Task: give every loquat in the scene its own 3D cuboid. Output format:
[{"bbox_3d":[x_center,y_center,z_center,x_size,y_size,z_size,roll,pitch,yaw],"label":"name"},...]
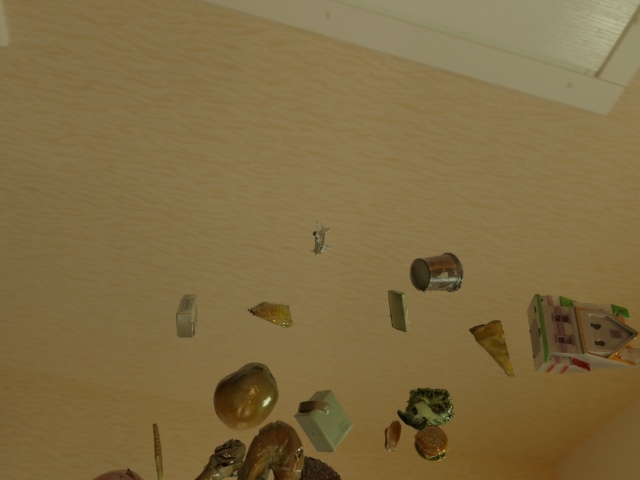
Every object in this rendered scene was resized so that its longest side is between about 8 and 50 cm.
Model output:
[{"bbox_3d":[-0.314,0.675,1.808,0.284,0.276,0.276,-34,-172,0],"label":"loquat"}]

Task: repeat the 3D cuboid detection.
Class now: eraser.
[{"bbox_3d":[-0.655,0.366,2.060,0.279,0.081,0.124,-137,-132,-73],"label":"eraser"}]

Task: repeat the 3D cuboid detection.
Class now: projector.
[{"bbox_3d":[0.011,0.820,1.927,0.163,0.242,0.177,-31,-177,45],"label":"projector"}]

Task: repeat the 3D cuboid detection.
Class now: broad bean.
[{"bbox_3d":[0.416,0.813,1.881,0.195,0.046,0.061,-15,-115,60],"label":"broad bean"}]

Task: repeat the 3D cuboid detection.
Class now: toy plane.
[{"bbox_3d":[0.000,0.000,1.832,0.162,0.066,0.171,61,39,-40],"label":"toy plane"}]

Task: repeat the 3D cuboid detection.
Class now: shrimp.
[{"bbox_3d":[-0.131,0.554,0.961,0.267,0.145,0.061,-57,153,-15],"label":"shrimp"}]

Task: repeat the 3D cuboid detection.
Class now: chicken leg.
[{"bbox_3d":[-0.281,0.626,1.133,0.196,0.080,0.125,-17,118,-44],"label":"chicken leg"}]

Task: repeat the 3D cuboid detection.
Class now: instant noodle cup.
[{"bbox_3d":[0.605,0.175,2.209,0.217,0.207,0.217,179,-90,-65],"label":"instant noodle cup"}]

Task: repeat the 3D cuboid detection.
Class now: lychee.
[{"bbox_3d":[-0.047,0.916,1.522,0.267,0.268,0.267,-167,-90,-84],"label":"lychee"}]

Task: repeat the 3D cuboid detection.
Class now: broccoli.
[{"bbox_3d":[0.555,0.825,2.166,0.242,0.273,0.180,-22,-149,27],"label":"broccoli"}]

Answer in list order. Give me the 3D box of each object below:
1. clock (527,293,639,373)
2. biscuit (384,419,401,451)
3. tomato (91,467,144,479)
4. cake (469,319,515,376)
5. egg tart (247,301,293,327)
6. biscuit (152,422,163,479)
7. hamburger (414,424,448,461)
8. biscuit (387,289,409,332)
[{"bbox_3d":[0.862,0.316,1.358,0.166,0.310,0.235,71,24,-54],"label":"clock"},{"bbox_3d":[0.333,0.907,1.953,0.023,0.118,0.140,-4,-134,45],"label":"biscuit"},{"bbox_3d":[-0.668,0.883,1.330,0.265,0.265,0.264,-167,-90,-84],"label":"tomato"},{"bbox_3d":[0.554,0.357,1.355,0.080,0.116,0.184,-38,118,-71],"label":"cake"},{"bbox_3d":[-0.218,0.336,1.958,0.232,0.252,0.098,11,-99,42],"label":"egg tart"},{"bbox_3d":[-0.762,0.994,1.964,0.172,0.029,0.254,-118,-148,-43],"label":"biscuit"},{"bbox_3d":[0.520,0.953,1.965,0.162,0.162,0.115,-86,174,-58],"label":"hamburger"},{"bbox_3d":[0.393,0.353,2.105,0.121,0.041,0.199,5,-75,61],"label":"biscuit"}]
